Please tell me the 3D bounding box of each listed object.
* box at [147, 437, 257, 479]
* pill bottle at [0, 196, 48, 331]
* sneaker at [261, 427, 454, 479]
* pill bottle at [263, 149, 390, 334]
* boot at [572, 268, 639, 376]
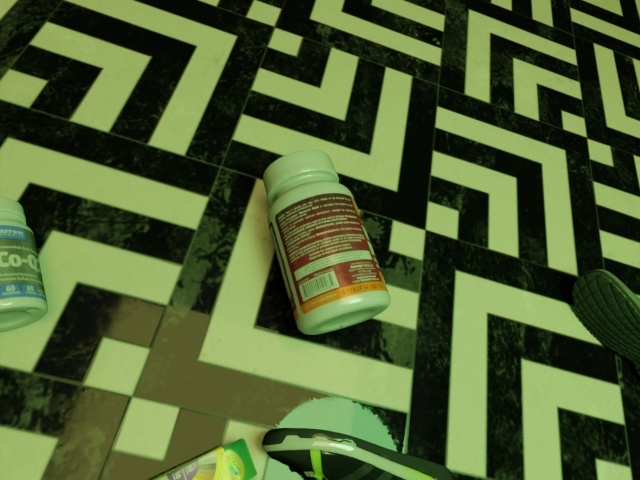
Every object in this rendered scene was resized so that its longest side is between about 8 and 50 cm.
[{"bbox_3d":[-0.143,0.287,0.425,0.179,0.043,0.105,-19,71,-20],"label":"box"},{"bbox_3d":[-0.358,0.025,0.471,0.078,0.078,0.137,-16,71,-21],"label":"pill bottle"},{"bbox_3d":[0.044,0.272,0.459,0.235,0.084,0.097,19,63,-6],"label":"sneaker"},{"bbox_3d":[0.000,0.000,0.556,0.121,0.121,0.221,-10,68,-19],"label":"pill bottle"},{"bbox_3d":[0.518,0.119,0.675,0.161,0.083,0.246,-36,84,-34],"label":"boot"}]
